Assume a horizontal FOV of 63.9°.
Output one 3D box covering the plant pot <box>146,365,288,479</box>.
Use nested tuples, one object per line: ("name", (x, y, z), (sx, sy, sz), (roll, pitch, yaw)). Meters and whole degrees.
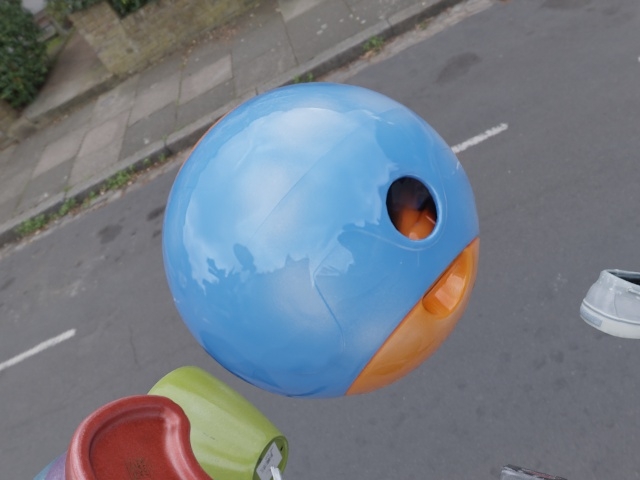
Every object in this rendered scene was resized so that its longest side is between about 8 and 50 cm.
("plant pot", (-0.231, 0.464, 1.178), (0.293, 0.275, 0.275), (11, 54, 30))

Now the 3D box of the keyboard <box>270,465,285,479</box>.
("keyboard", (-0.023, 0.439, 0.712), (0.014, 0.072, 0.256), (-22, 37, -7))

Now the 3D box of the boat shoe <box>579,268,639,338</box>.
("boat shoe", (0.418, 0.068, 0.615), (0.227, 0.081, 0.079), (2, 24, -21))

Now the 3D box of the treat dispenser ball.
("treat dispenser ball", (0.000, 0.000, 0.484), (0.288, 0.288, 0.288), (-19, 40, 17))

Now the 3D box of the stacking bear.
("stacking bear", (-0.269, 0.334, 0.564), (0.289, 0.164, 0.175), (-50, 54, 13))

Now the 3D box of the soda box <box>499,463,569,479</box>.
("soda box", (0.178, 0.290, 0.445), (0.060, 0.053, 0.169), (5, 75, 31))
